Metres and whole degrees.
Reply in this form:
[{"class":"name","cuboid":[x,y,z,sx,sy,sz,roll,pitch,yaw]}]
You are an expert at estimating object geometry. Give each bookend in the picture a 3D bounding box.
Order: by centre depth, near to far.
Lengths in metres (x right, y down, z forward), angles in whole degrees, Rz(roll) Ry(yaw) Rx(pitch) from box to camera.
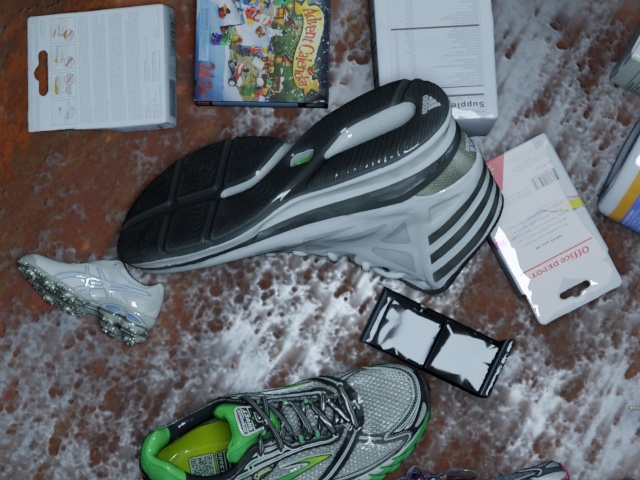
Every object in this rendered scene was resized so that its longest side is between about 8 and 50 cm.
[{"class":"bookend","cuboid":[0.129,0.113,1.854,0.157,0.156,0.072,25,86,4]}]

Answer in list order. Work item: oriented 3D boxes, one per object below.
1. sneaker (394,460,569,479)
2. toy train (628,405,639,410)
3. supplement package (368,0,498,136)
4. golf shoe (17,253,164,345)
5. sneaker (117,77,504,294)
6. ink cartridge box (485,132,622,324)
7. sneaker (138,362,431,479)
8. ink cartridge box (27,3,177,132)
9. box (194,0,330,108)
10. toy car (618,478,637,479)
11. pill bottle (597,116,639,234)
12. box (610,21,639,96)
[{"class":"sneaker","cuboid":[0.141,0.305,1.863,0.299,0.121,0.112,-16,54,-8]},{"class":"toy train","cuboid":[0.476,0.135,1.871,0.248,0.105,0.143,1,47,7]},{"class":"supplement package","cuboid":[0.126,-0.246,1.896,0.139,0.134,0.244,-3,85,0]},{"class":"golf shoe","cuboid":[-0.266,0.050,1.920,0.176,0.069,0.086,29,66,0]},{"class":"sneaker","cuboid":[0.000,0.001,1.860,0.447,0.257,0.169,-18,42,27]},{"class":"ink cartridge box","cuboid":[0.255,-0.010,1.908,0.115,0.067,0.198,-27,84,-1]},{"class":"sneaker","cuboid":[-0.038,0.223,1.830,0.343,0.146,0.134,-21,66,1]},{"class":"ink cartridge box","cuboid":[-0.260,-0.201,1.953,0.179,0.045,0.145,-3,85,19]},{"class":"box","cuboid":[-0.067,-0.275,1.945,0.159,0.044,0.233,1,85,1]},{"class":"toy car","cuboid":[0.282,0.421,1.838,0.238,0.210,0.219,-23,94,27]},{"class":"pill bottle","cuboid":[0.468,-0.039,1.866,0.272,0.152,0.152,27,86,3]},{"class":"box","cuboid":[0.472,-0.196,1.881,0.232,0.148,0.127,29,85,3]}]
